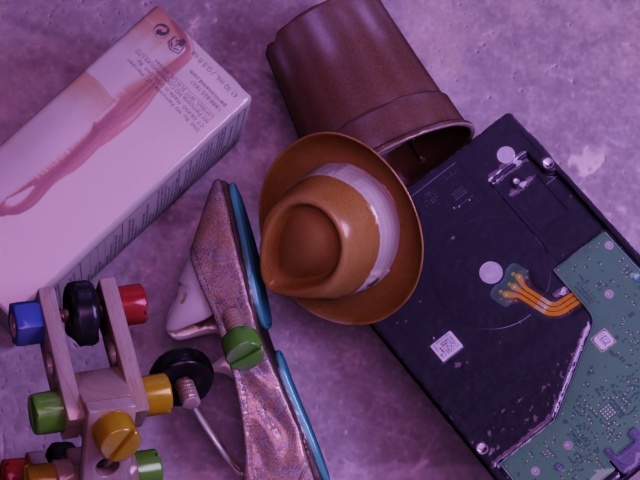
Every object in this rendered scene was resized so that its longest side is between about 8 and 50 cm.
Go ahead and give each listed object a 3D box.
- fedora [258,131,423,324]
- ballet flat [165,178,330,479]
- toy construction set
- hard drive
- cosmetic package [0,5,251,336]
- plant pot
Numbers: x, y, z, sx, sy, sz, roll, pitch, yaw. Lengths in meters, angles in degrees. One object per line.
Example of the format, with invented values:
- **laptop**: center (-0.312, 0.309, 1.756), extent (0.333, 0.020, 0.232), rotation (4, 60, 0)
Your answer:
- **fedora**: center (0.000, 0.000, 1.458), extent (0.079, 0.194, 0.194), rotation (-28, 84, -47)
- **ballet flat**: center (-0.084, 0.101, 1.512), extent (0.106, 0.107, 0.316), rotation (-18, 82, 1)
- **toy construction set**: center (-0.217, 0.180, 1.337), extent (0.309, 0.237, 0.257), rotation (20, 119, -33)
- **hard drive**: center (0.192, 0.076, 1.507), extent (0.237, 0.064, 0.339), rotation (-38, 68, -4)
- **cosmetic package**: center (-0.215, -0.057, 1.494), extent (0.129, 0.153, 0.296), rotation (44, 74, 3)
- **plant pot**: center (0.038, -0.138, 1.554), extent (0.167, 0.167, 0.165), rotation (-23, 77, -13)
